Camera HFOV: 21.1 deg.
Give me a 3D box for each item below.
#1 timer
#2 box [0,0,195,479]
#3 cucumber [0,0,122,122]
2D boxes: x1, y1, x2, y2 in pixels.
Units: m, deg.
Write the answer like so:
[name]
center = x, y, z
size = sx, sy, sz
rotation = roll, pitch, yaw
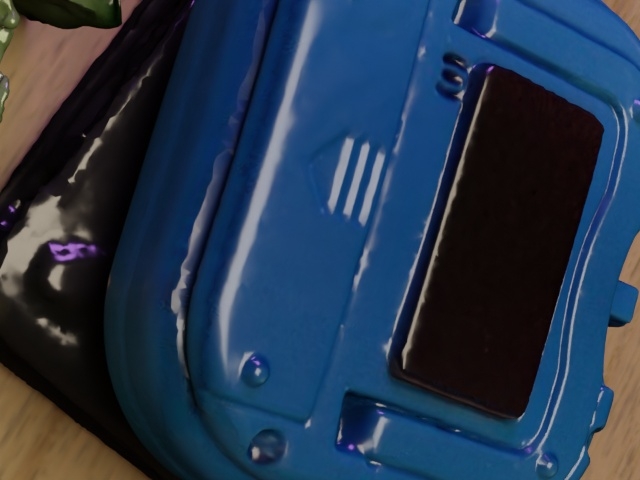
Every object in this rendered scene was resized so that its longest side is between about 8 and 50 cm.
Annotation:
[timer]
center = 0.051, -0.008, 0.943
size = 0.309, 0.115, 0.340
rotation = 22, 80, -34
[box]
center = 0.000, 0.000, 1.027
size = 0.350, 0.091, 0.359
rotation = 43, 70, -25
[cucumber]
center = -0.215, -0.122, 0.868
size = 0.191, 0.130, 0.191
rotation = -2, 94, -31
